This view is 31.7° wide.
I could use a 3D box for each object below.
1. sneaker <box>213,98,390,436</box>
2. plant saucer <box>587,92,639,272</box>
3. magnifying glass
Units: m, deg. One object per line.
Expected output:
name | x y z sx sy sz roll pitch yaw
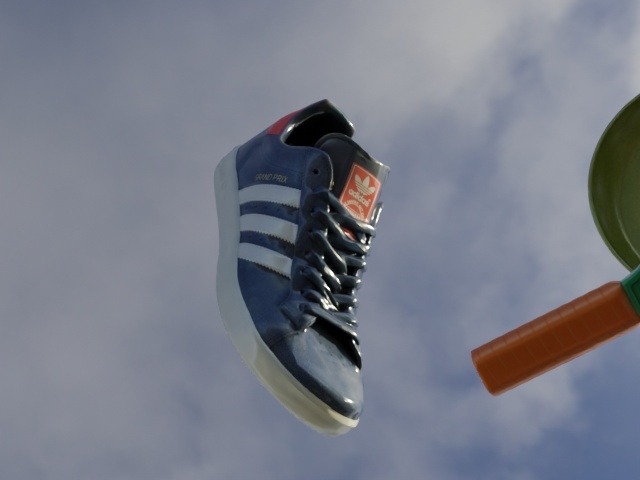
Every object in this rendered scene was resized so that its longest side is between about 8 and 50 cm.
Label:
sneaker | 0.000 0.000 0.953 0.148 0.350 0.131 -37 -50 18
plant saucer | 0.340 -0.041 0.908 0.241 0.241 0.037 -38 -35 -7
magnifying glass | 0.188 0.021 0.599 0.231 0.026 0.092 -29 -93 14
